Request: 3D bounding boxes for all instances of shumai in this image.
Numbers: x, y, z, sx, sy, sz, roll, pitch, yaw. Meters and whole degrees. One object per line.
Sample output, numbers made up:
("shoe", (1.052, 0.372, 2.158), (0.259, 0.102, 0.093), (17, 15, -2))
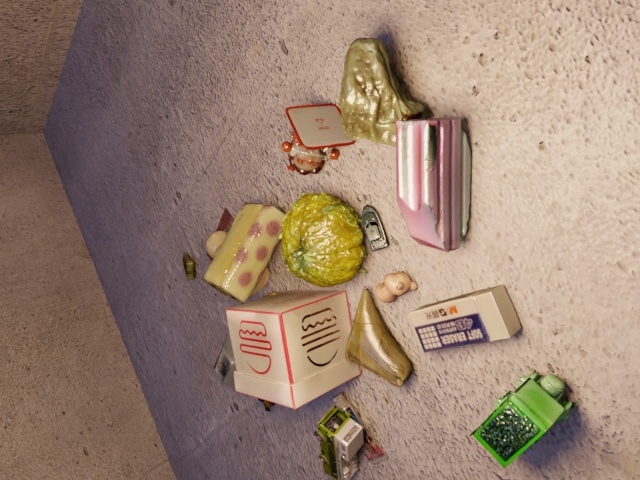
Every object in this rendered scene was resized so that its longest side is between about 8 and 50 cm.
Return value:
("shumai", (0.167, -0.382, 1.243), (0.222, 0.225, 0.260), (6, 119, 18))

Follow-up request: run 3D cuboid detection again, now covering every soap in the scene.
("soap", (0.278, -0.134, 1.188), (0.109, 0.193, 0.323), (10, 110, 46))

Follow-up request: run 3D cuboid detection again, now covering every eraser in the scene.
("eraser", (0.369, 0.212, 1.281), (0.279, 0.081, 0.124), (-26, 82, 47))

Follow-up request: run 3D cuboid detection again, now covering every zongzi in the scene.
("zongzi", (0.193, 0.290, 1.480), (0.228, 0.115, 0.256), (23, 107, 35))
("zongzi", (-0.628, 0.121, 2.306), (0.113, 0.052, 0.104), (43, 136, 46))

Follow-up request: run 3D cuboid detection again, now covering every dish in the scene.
("dish", (-0.415, 0.555, 2.194), (0.182, 0.080, 0.243), (46, 131, 26))

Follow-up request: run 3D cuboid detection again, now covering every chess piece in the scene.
("chess piece", (-0.346, 0.076, 1.933), (0.300, 0.167, 0.167), (43, 129, 34))

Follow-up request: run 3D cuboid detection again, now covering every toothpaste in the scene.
("toothpaste", (0.129, 0.654, 1.692), (0.266, 0.061, 0.096), (55, 135, 10))

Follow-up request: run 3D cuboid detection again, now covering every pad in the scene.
("pad", (-0.396, 0.034, 2.067), (0.202, 0.005, 0.299), (51, 132, 22))

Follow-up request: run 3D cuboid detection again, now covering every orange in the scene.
("orange", (0.000, 0.000, 1.489), (0.300, 0.223, 0.301), (25, 122, 39))

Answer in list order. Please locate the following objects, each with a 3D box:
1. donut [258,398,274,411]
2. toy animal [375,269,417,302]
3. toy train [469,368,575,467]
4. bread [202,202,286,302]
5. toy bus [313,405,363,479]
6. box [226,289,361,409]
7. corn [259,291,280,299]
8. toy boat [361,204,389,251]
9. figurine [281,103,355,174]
("donut", (-0.201, 0.580, 1.965), (0.126, 0.144, 0.186), (50, 163, 31))
("toy animal", (0.214, 0.139, 1.424), (0.089, 0.083, 0.150), (52, 146, 4))
("toy train", (0.478, 0.423, 1.158), (0.132, 0.188, 0.243), (45, 131, 28))
("bread", (-0.258, 0.039, 1.712), (0.187, 0.155, 0.338), (15, 72, 43))
("toy bus", (0.071, 0.714, 1.677), (0.139, 0.113, 0.301), (24, 135, 34))
("box", (-0.094, 0.341, 1.629), (0.312, 0.314, 0.300), (-6, 95, 46))
("corn", (-0.221, 0.275, 1.896), (0.262, 0.097, 0.097), (-40, 73, 41))
("toy boat", (0.157, -0.040, 1.442), (0.055, 0.060, 0.141), (-21, 81, 23))
("figurine", (-0.037, -0.281, 1.498), (0.160, 0.183, 0.226), (67, 150, 20))
